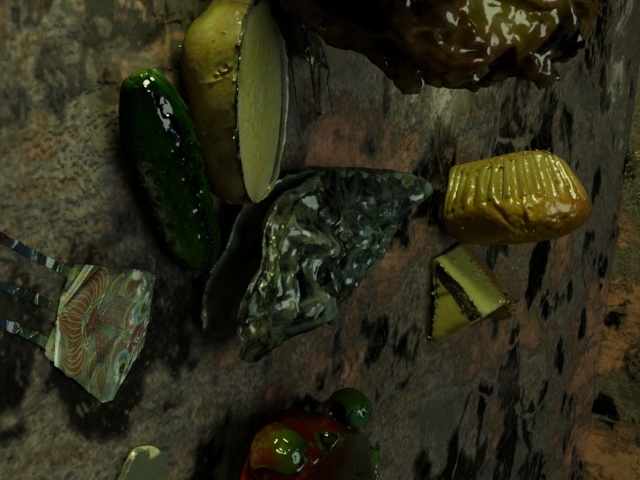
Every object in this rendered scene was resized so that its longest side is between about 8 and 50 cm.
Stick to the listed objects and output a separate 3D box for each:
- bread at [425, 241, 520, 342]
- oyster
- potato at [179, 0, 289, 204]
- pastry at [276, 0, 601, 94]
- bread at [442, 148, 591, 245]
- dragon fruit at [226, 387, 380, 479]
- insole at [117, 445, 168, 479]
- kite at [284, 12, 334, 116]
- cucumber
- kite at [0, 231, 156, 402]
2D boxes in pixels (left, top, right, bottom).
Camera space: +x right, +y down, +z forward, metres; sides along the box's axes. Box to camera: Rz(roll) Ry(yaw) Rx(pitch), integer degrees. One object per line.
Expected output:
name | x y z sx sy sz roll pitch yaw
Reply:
bread | 0.233 0.086 1.490 0.147 0.127 0.152 -16 78 -56
oyster | 0.002 0.000 0.995 0.351 0.158 0.162 -32 161 -38
potato | -0.088 -0.133 0.849 0.164 0.081 0.201 -59 149 -62
pastry | 0.076 -0.321 0.840 0.337 0.405 0.292 -6 144 -31
bread | 0.312 -0.064 1.421 0.240 0.239 0.139 9 80 -60
dragon fruit | -0.027 0.308 1.022 0.268 0.130 0.295 45 59 -55
insole | -0.189 0.322 0.865 0.081 0.011 0.248 13 87 -58
kite | -0.013 -0.217 0.991 0.183 0.010 0.160 -16 98 -74
cucumber | -0.133 -0.051 0.813 0.069 0.069 0.227 -53 144 -40
kite | -0.214 0.054 0.751 0.229 0.016 0.127 48 54 -58
